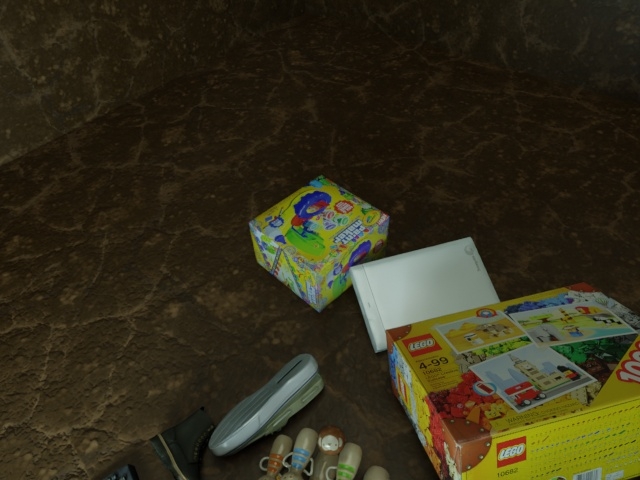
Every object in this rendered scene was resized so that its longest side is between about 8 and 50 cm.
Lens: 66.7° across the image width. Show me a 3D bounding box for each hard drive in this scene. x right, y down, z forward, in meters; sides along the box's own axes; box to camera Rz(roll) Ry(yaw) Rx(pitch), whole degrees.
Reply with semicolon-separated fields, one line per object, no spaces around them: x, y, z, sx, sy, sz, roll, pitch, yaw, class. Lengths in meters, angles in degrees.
0.279;0.138;1.296;0.353;0.047;0.233;-13;67;-9;hard drive

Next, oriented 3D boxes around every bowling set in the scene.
-0.009;0.463;0.954;0.287;0.200;0.154;9;48;19;bowling set

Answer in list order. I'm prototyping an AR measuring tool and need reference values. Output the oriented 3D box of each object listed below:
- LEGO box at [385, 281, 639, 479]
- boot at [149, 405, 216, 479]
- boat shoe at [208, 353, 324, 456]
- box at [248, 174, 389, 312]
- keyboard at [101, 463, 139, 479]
0.434;0.294;0.992;0.500;0.193;0.372;-12;22;-7;LEGO box
-0.265;0.461;1.059;0.137;0.077;0.198;-31;52;-30;boot
-0.108;0.384;1.098;0.302;0.094;0.109;-37;16;-23;boat shoe
0.000;0.000;1.414;0.279;0.177;0.290;35;57;31;box
-0.347;0.590;0.965;0.201;0.033;0.317;-26;50;-20;keyboard
